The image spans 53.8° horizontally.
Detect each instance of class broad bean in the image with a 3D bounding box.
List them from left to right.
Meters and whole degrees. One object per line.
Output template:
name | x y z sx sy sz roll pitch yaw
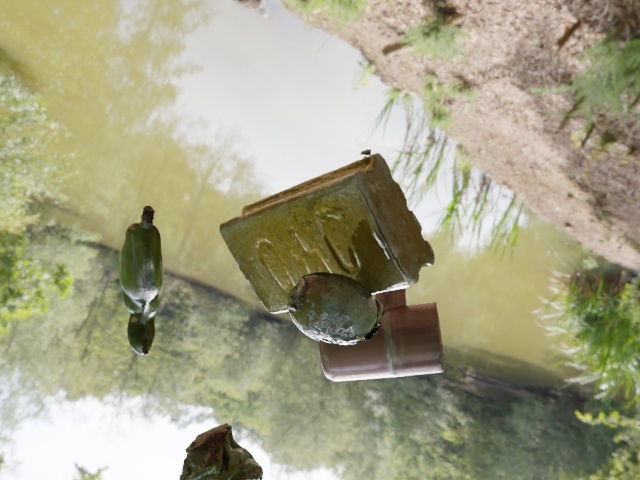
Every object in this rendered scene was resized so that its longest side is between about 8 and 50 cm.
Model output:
broad bean | -0.209 0.049 0.735 0.048 0.213 0.070 -6 -138 -20

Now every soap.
soap | 0.000 0.000 0.874 0.274 0.089 0.173 -18 108 43

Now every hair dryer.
hair dryer | 0.101 0.072 1.153 0.210 0.352 0.125 -8 167 12

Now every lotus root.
lotus root | 0.025 0.087 0.776 0.088 0.088 0.165 10 170 45

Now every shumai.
shumai | -0.221 0.442 1.236 0.184 0.142 0.184 -16 150 -10
